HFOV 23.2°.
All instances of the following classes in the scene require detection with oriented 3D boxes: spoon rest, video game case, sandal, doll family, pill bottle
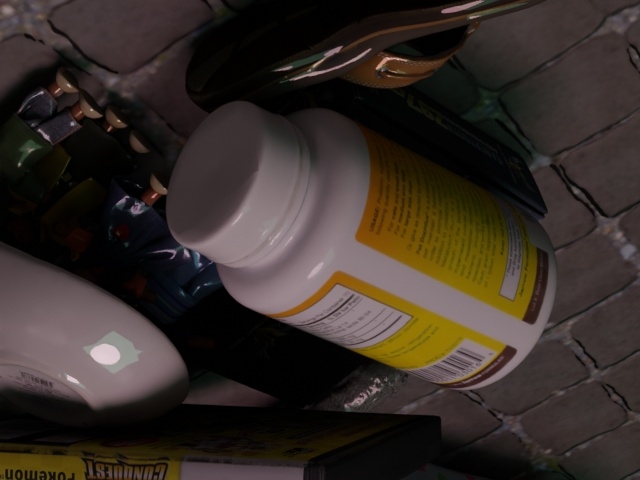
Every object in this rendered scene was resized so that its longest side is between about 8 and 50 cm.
[{"bbox_3d":[-0.202,0.032,0.886,0.276,0.084,0.137,19,150,4],"label":"spoon rest"},{"bbox_3d":[-0.077,0.129,0.954,0.248,0.035,0.275,1,179,17],"label":"video game case"},{"bbox_3d":[0.032,-0.111,0.853,0.219,0.090,0.060,-23,127,12],"label":"sandal"},{"bbox_3d":[-0.129,-0.005,0.902,0.111,0.076,0.193,-43,91,9],"label":"doll family"},{"bbox_3d":[0.023,0.001,0.869,0.215,0.117,0.117,25,125,-35],"label":"pill bottle"}]

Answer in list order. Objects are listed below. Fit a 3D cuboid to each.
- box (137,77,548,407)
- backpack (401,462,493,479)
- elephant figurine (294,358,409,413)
[{"bbox_3d":[0.000,0.000,0.994,0.233,0.059,0.183,-40,135,25],"label":"box"},{"bbox_3d":[0.082,0.310,1.269,0.225,0.191,0.253,19,122,-33],"label":"backpack"},{"bbox_3d":[-0.032,0.209,1.134,0.240,0.169,0.186,-11,134,0],"label":"elephant figurine"}]
